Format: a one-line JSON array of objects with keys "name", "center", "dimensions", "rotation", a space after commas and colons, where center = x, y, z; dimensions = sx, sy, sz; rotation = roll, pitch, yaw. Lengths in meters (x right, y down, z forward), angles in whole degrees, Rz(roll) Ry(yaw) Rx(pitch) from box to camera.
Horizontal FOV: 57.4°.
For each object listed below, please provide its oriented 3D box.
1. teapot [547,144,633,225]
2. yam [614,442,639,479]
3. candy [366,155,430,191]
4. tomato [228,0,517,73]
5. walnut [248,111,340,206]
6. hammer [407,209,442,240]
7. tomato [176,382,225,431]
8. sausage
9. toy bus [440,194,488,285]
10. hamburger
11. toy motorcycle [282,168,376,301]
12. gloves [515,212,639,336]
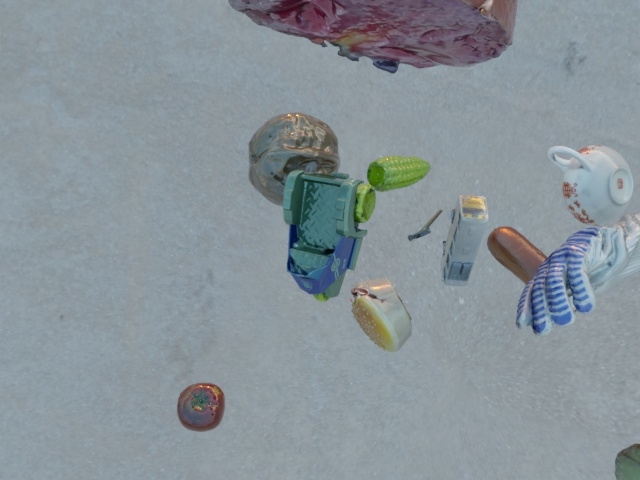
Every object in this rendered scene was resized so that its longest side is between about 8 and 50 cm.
[{"name": "teapot", "center": [0.544, -0.116, 1.161], "dimensions": [0.245, 0.116, 0.159], "rotation": [39, 86, -22]}, {"name": "yam", "center": [0.371, 0.238, 0.414], "dimensions": [0.271, 0.201, 0.203], "rotation": [-1, 52, 4]}, {"name": "candy", "center": [0.224, -0.189, 1.606], "dimensions": [0.209, 0.097, 0.097], "rotation": [-14, 70, -35]}, {"name": "tomato", "center": [0.079, -0.304, 0.634], "dimensions": [0.334, 0.289, 0.176], "rotation": [9, 98, -25]}, {"name": "walnut", "center": [-0.069, -0.217, 1.617], "dimensions": [0.273, 0.227, 0.273], "rotation": [14, 55, -20]}, {"name": "hammer", "center": [0.309, -0.049, 1.651], "dimensions": [0.062, 0.182, 0.017], "rotation": [-20, 103, 41]}, {"name": "tomato", "center": [-0.206, 0.291, 1.014], "dimensions": [0.087, 0.075, 0.087], "rotation": [2, 58, -4]}, {"name": "sausage", "center": [0.534, 0.068, 1.467], "dimensions": [0.089, 0.083, 0.300], "rotation": [-29, 49, -15]}, {"name": "toy bus", "center": [0.451, 0.006, 1.843], "dimensions": [0.097, 0.343, 0.138], "rotation": [3, 47, 1]}, {"name": "hamburger", "center": [0.191, 0.246, 1.878], "dimensions": [0.151, 0.295, 0.227], "rotation": [-27, 61, -10]}, {"name": "toy motorcycle", "center": [0.000, 0.000, 1.401], "dimensions": [0.191, 0.200, 0.327], "rotation": [12, 101, 26]}, {"name": "gloves", "center": [0.343, 0.046, 0.762], "dimensions": [0.229, 0.119, 0.097], "rotation": [-36, 48, -14]}]
